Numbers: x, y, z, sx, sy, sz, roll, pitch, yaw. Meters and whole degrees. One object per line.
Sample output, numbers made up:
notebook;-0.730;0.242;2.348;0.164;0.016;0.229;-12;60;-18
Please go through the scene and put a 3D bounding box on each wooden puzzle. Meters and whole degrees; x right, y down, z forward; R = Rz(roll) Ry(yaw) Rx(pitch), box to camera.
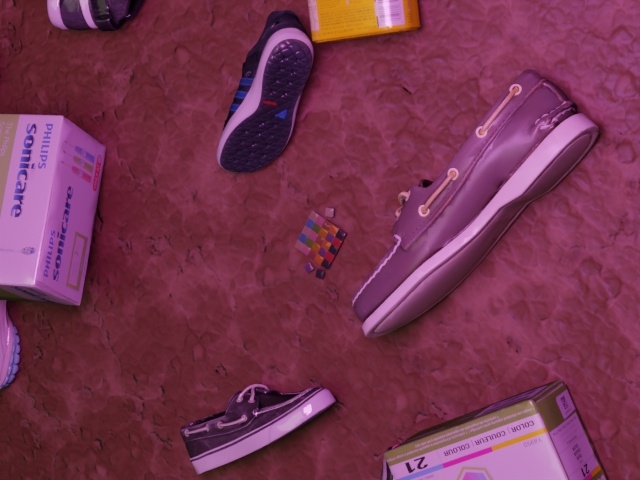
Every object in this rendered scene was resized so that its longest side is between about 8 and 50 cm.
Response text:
wooden puzzle;0.000;0.000;1.477;0.049;0.006;0.083;35;113;20

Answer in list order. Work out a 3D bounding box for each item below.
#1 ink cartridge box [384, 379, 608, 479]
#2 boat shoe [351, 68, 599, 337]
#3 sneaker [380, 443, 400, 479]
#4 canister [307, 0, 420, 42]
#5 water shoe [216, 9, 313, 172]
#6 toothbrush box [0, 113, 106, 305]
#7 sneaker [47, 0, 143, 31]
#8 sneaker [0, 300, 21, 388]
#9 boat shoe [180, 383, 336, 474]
ink cartridge box;0.210;0.300;1.359;0.188;0.097;0.255;-26;84;29
boat shoe;0.139;-0.032;1.337;0.324;0.116;0.097;-47;71;22
sneaker;0.064;0.306;1.459;0.074;0.063;0.170;10;108;21
canister;0.038;-0.299;1.370;0.126;0.073;0.170;-3;98;29
water shoe;-0.060;-0.163;1.458;0.080;0.073;0.203;-100;32;-45
toothbrush box;-0.424;-0.040;1.575;0.283;0.122;0.206;2;77;19
sneaker;-0.247;-0.352;1.525;0.121;0.079;0.217;6;97;13
sneaker;-0.459;0.064;1.673;0.110;0.122;0.283;-4;96;29
boat shoe;-0.080;0.207;1.514;0.219;0.078;0.070;-29;85;31
